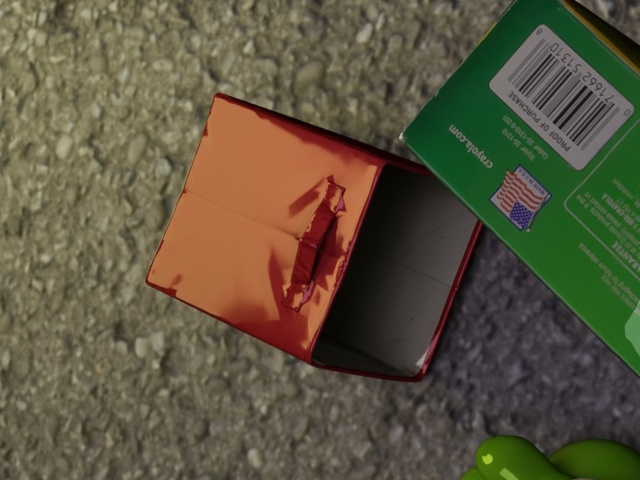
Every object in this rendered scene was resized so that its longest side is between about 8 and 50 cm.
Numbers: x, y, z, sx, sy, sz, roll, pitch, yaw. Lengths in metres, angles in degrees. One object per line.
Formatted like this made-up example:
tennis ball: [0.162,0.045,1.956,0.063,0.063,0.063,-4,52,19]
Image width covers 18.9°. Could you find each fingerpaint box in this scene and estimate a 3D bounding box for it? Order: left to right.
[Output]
fingerpaint box: [0.316,0.039,1.411,0.445,0.371,0.163,46,104,22]

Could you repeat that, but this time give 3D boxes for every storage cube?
storage cube: [0.000,0.000,1.666,0.193,0.215,0.183,24,96,33]

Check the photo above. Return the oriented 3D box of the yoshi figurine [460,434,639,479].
yoshi figurine: [0.277,0.274,1.515,0.203,0.203,0.362,-46,65,-4]
